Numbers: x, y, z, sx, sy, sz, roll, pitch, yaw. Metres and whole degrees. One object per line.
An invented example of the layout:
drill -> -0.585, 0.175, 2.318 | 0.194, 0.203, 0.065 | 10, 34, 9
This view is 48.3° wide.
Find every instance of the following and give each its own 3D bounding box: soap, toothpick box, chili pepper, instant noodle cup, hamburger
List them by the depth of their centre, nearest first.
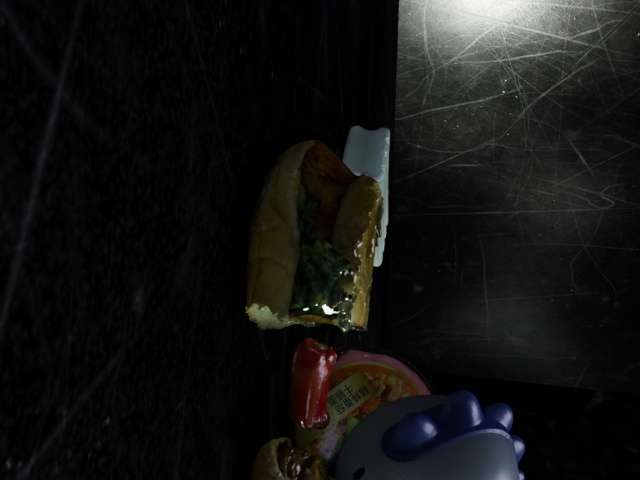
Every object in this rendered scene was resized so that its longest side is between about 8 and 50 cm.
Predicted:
hamburger -> 0.000, 0.000, 0.798 | 0.309, 0.133, 0.211 | 48, 47, -79
hamburger -> -0.041, 0.338, 0.833 | 0.183, 0.130, 0.206 | 73, 5, -73
toothpick box -> 0.160, 0.354, 0.934 | 0.263, 0.263, 0.354 | -71, 150, -57
chili pepper -> -0.014, 0.205, 1.040 | 0.070, 0.073, 0.123 | 9, -87, 57
instant noodle cup -> 0.068, 0.325, 1.220 | 0.255, 0.244, 0.243 | 96, 2, -69
soap -> 0.097, -0.091, 1.522 | 0.265, 0.088, 0.159 | 86, 12, -48
